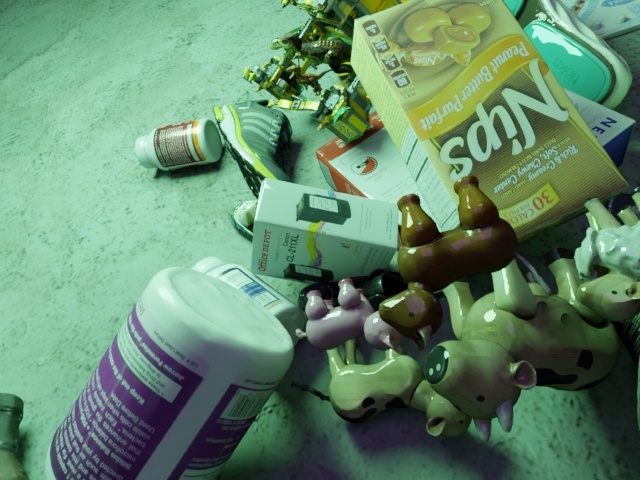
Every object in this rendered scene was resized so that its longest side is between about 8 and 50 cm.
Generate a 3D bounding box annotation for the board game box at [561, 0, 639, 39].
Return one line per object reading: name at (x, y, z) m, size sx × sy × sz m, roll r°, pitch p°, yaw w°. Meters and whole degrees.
board game box at (0.543, -0.540, 0.944) m, size 0.389 × 0.050 × 0.390 m, roll -17°, pitch 50°, yaw 6°

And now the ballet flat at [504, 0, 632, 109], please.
ballet flat at (0.348, -0.355, 0.785) m, size 0.139 × 0.139 × 0.400 m, roll -30°, pitch 68°, yaw -5°

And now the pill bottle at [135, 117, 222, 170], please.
pill bottle at (-0.277, -0.184, 0.928) m, size 0.151 × 0.086 × 0.086 m, roll -8°, pitch 52°, yaw 13°

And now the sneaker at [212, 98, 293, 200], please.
sneaker at (-0.099, -0.174, 0.849) m, size 0.121 × 0.111 × 0.300 m, roll -26°, pitch 52°, yaw -7°

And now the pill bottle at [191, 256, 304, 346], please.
pill bottle at (-0.110, 0.090, 0.652) m, size 0.169 × 0.094 × 0.094 m, roll 31°, pitch 68°, yaw 35°

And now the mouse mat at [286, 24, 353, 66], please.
mouse mat at (0.008, -0.475, 1.108) m, size 0.152 × 0.007 × 0.190 m, roll -27°, pitch 49°, yaw -2°

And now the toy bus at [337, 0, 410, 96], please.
toy bus at (0.167, -0.378, 0.886) m, size 0.108 × 0.130 × 0.333 m, roll 6°, pitch 54°, yaw 44°

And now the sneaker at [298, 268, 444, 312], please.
sneaker at (0.061, 0.064, 0.594) m, size 0.170 × 0.089 × 0.051 m, roll 7°, pitch 56°, yaw -6°

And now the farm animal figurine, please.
farm animal figurine at (0.151, 0.105, 0.462) m, size 0.326 × 0.330 × 0.172 m, roll -3°, pitch 58°, yaw -13°

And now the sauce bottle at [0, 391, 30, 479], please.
sauce bottle at (-0.393, 0.346, 0.545) m, size 0.111 × 0.111 × 0.344 m, roll -24°, pitch 48°, yaw 0°

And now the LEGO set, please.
LEGO set at (-0.022, -0.322, 0.742) m, size 0.255 × 0.192 × 0.331 m, roll -50°, pitch 43°, yaw 14°

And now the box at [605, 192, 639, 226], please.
box at (0.401, -0.023, 0.612) m, size 0.067 × 0.018 × 0.083 m, roll 13°, pitch 59°, yaw 28°

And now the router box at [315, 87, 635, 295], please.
router box at (0.212, -0.127, 0.716) m, size 0.335 × 0.082 × 0.301 m, roll -35°, pitch 50°, yaw -9°

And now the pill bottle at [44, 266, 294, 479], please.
pill bottle at (-0.172, 0.193, 0.501) m, size 0.169 × 0.169 × 0.302 m, roll 37°, pitch 96°, yaw 37°

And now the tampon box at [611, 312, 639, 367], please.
tampon box at (0.383, 0.071, 0.491) m, size 0.120 × 0.101 × 0.161 m, roll -14°, pitch 51°, yaw 8°

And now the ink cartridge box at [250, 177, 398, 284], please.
ink cartridge box at (0.000, 0.000, 0.623) m, size 0.175 × 0.127 × 0.072 m, roll 10°, pitch 55°, yaw -4°

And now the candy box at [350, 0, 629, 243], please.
candy box at (0.185, -0.148, 0.572) m, size 0.182 × 0.087 × 0.317 m, roll -24°, pitch 75°, yaw -6°

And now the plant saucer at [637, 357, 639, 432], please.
plant saucer at (0.380, 0.106, 0.358) m, size 0.310 × 0.311 × 0.050 m, roll -39°, pitch 11°, yaw -12°

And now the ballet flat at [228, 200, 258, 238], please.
ballet flat at (-0.089, -0.030, 0.758) m, size 0.188 × 0.070 × 0.070 m, roll 30°, pitch 67°, yaw 35°
